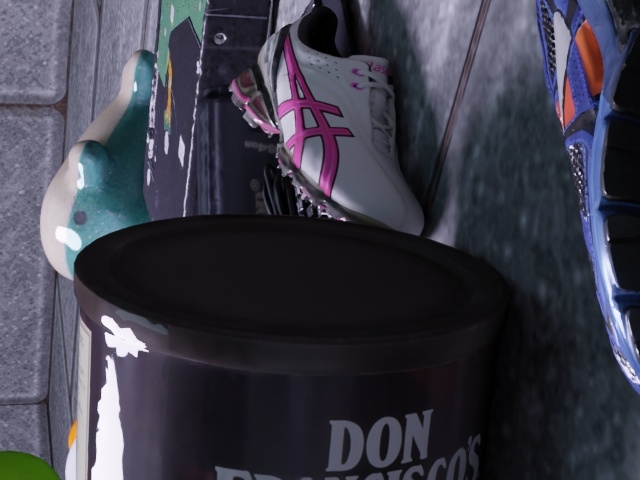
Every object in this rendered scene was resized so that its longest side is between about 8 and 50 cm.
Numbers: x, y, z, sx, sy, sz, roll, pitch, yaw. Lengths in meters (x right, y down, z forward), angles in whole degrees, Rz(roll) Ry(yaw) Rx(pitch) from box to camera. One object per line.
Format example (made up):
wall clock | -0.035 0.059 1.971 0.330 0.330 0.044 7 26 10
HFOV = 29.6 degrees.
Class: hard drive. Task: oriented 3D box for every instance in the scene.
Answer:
hard drive | -0.112 -0.137 1.134 0.237 0.064 0.339 -116 30 -56

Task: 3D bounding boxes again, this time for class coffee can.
coffee can | -0.022 0.143 0.599 0.201 0.201 0.275 -135 47 -67

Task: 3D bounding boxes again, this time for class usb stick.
usb stick | -0.060 0.018 0.944 0.045 0.077 0.278 -13 77 56

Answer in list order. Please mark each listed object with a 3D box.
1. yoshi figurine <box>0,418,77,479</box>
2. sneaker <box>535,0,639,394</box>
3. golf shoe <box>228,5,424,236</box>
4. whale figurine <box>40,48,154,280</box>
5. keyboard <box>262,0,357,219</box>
yoshi figurine | -0.207 0.199 1.021 0.362 0.203 0.203 -72 -25 -72
sneaker | 0.113 -0.046 0.392 0.087 0.083 0.221 96 173 -69
golf shoe | 0.012 -0.070 0.714 0.086 0.067 0.186 -48 50 17
whale figurine | -0.206 -0.072 1.369 0.216 0.141 0.272 35 -104 -74
keyboard | 0.000 0.000 0.822 0.201 0.033 0.317 119 148 -58
